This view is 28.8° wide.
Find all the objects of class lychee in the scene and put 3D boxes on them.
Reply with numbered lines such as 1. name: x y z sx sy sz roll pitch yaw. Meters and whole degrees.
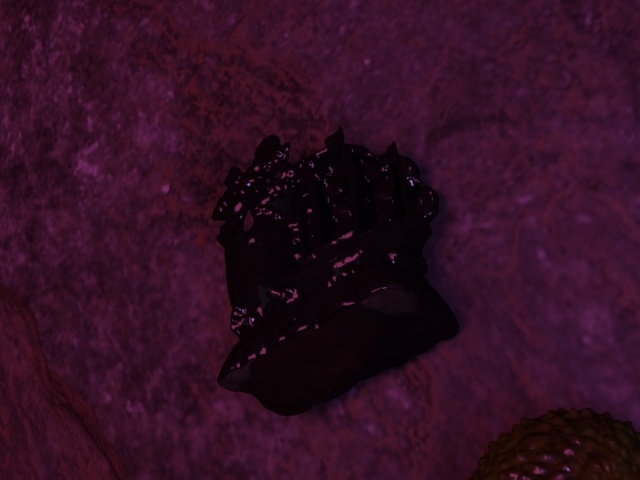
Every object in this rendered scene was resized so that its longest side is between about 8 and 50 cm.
1. lychee: 0.165 0.190 0.847 0.171 0.171 0.171 -16 68 46

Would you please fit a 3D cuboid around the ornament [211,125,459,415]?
1. ornament: 0.000 0.000 1.138 0.251 0.106 0.260 -28 50 33
